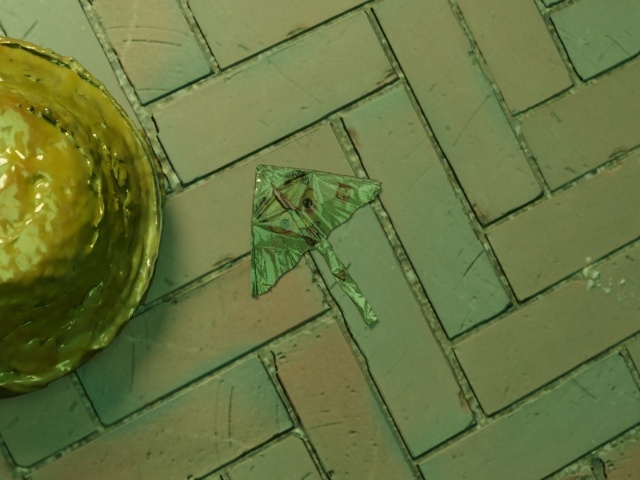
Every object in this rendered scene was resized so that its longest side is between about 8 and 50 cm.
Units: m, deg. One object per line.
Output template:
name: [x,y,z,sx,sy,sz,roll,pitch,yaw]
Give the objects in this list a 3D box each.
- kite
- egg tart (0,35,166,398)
kite: [0.000,0.000,1.909,0.229,0.012,0.250,-38,96,-14]
egg tart: [-0.385,-0.033,1.723,0.443,0.178,0.443,2,83,-16]
